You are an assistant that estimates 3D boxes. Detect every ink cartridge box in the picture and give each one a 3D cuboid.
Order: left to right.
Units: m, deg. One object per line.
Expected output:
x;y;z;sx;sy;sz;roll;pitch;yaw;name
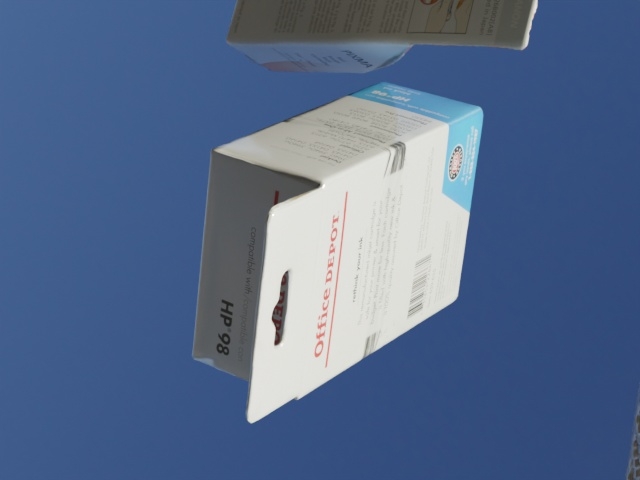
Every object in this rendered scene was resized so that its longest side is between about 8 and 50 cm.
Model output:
0.000;0.000;0.811;0.060;0.104;0.180;20;-154;28;ink cartridge box
0.047;-0.155;0.885;0.179;0.045;0.145;6;-103;36;ink cartridge box

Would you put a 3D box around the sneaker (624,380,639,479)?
0.254;0.115;1.075;0.127;0.126;0.321;12;-96;0;sneaker
